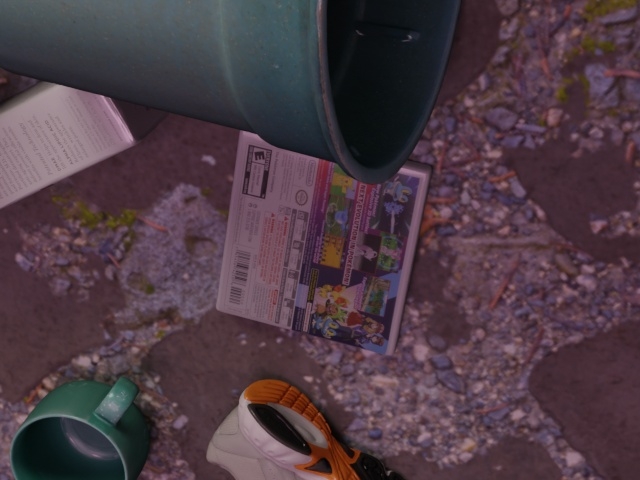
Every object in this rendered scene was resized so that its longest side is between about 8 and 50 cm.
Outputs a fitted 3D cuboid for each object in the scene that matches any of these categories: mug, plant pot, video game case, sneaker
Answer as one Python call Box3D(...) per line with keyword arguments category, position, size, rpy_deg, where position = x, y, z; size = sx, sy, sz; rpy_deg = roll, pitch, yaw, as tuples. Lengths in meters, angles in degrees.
Box3D(category="mug", position=(-0.231, 0.207, 1.571), size=(0.158, 0.097, 0.129), rpy_deg=(-17, 109, 21))
Box3D(category="plant pot", position=(-0.088, -0.235, 1.205), size=(0.334, 0.341, 0.341), rpy_deg=(9, 117, 20))
Box3D(category="video game case", position=(0.000, 0.000, 1.450), size=(0.183, 0.023, 0.201), rpy_deg=(14, 117, 9))
Box3D(category="sneaker", position=(-0.003, 0.261, 1.545), size=(0.262, 0.099, 0.121), rpy_deg=(45, 126, 0))

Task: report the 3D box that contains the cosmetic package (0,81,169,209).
Box3D(category="cosmetic package", position=(-0.262, -0.099, 1.422), size=(0.231, 0.117, 0.085), rpy_deg=(-24, 105, 25))
